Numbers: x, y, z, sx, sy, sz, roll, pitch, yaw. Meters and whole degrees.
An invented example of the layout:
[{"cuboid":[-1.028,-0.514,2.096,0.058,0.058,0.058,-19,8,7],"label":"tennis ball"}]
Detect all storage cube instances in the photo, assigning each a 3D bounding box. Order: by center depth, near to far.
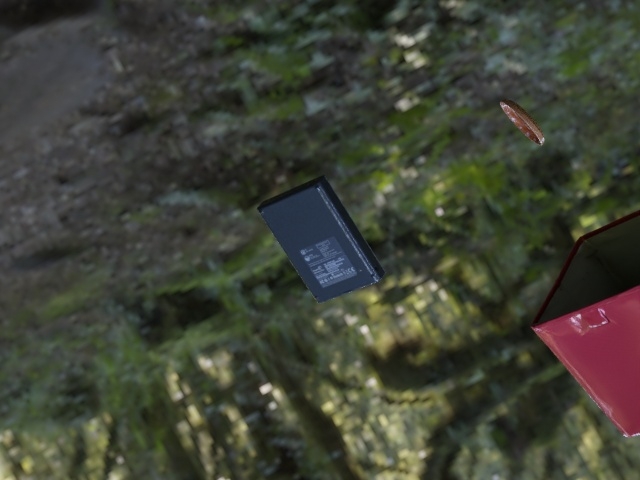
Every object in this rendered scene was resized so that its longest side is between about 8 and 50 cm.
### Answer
[{"cuboid":[0.402,0.088,1.737,0.215,0.193,0.184,-27,-160,46],"label":"storage cube"}]

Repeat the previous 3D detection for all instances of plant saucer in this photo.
[{"cuboid":[0.283,-0.167,2.047,0.013,0.083,0.083,-43,-177,0],"label":"plant saucer"}]

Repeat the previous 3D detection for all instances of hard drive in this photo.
[{"cuboid":[0.000,0.000,1.660,0.094,0.135,0.022,-22,-161,34],"label":"hard drive"}]
